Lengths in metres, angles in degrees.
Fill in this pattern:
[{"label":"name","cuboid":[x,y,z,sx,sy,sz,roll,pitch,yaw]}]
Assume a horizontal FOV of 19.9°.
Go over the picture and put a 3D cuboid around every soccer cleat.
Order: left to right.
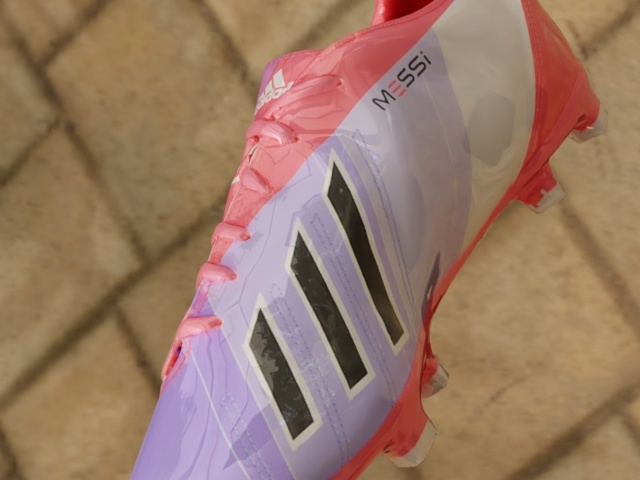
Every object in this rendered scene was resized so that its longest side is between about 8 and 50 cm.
[{"label":"soccer cleat","cuboid":[0.000,0.000,0.506,0.095,0.248,0.083,46,138,-9]}]
